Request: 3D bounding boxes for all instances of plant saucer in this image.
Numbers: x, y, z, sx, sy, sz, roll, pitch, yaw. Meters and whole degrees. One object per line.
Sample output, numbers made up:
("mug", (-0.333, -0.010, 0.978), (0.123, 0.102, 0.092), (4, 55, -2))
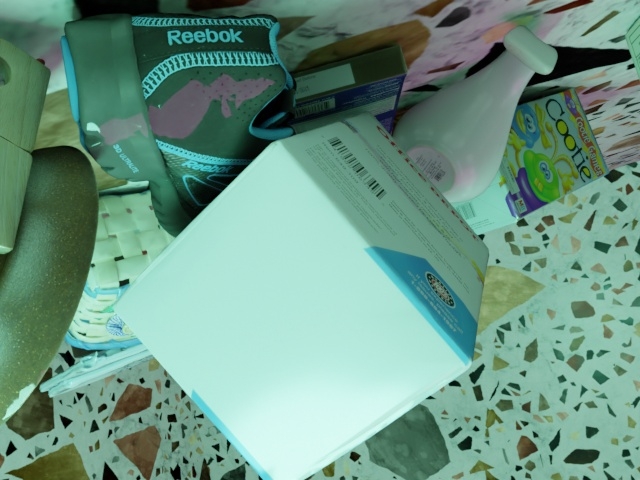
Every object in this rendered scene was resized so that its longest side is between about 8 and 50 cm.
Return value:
("plant saucer", (-0.215, 0.022, 0.409), (0.198, 0.199, 0.036), (-20, 148, 34))

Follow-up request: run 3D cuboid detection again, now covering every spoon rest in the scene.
("spoon rest", (0.172, -0.136, 0.724), (0.084, 0.137, 0.276), (-48, 177, -32))

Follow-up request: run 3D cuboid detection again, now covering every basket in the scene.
("basket", (-0.283, 0.055, 0.908), (0.254, 0.201, 0.289), (-13, 164, -34))

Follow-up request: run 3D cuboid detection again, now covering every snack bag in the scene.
("snack bag", (-0.290, 0.187, 1.101), (0.323, 0.037, 0.342), (-16, 172, -37))

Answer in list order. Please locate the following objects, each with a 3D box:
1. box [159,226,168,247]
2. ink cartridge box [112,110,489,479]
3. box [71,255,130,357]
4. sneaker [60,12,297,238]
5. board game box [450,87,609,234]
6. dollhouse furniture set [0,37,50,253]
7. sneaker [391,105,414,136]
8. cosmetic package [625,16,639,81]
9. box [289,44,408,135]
("box", (-0.211, 0.005, 1.116), (0.087, 0.102, 0.101), (-16, 174, 23))
("ink cartridge box", (0.009, 0.030, 0.566), (0.197, 0.198, 0.270), (-41, 180, 23))
("box", (-0.422, 0.130, 1.300), (0.143, 0.191, 0.381), (-14, 173, -14))
("sneaker", (-0.081, -0.078, 0.530), (0.139, 0.125, 0.341), (-10, 174, 0))
("board game box", (0.270, -0.109, 0.915), (0.275, 0.142, 0.144), (-22, 180, -41))
("dollhouse furniture set", (-0.273, -0.066, 0.345), (0.129, 0.129, 0.183), (-19, 149, 35))
("sneaker", (0.090, -0.138, 0.853), (0.175, 0.064, 0.067), (-25, -156, 32))
("cosmetic package", (0.446, -0.125, 0.658), (0.129, 0.296, 0.153), (-15, 174, 3))
("box", (0.016, -0.137, 0.692), (0.136, 0.037, 0.225), (-15, 172, 0))
